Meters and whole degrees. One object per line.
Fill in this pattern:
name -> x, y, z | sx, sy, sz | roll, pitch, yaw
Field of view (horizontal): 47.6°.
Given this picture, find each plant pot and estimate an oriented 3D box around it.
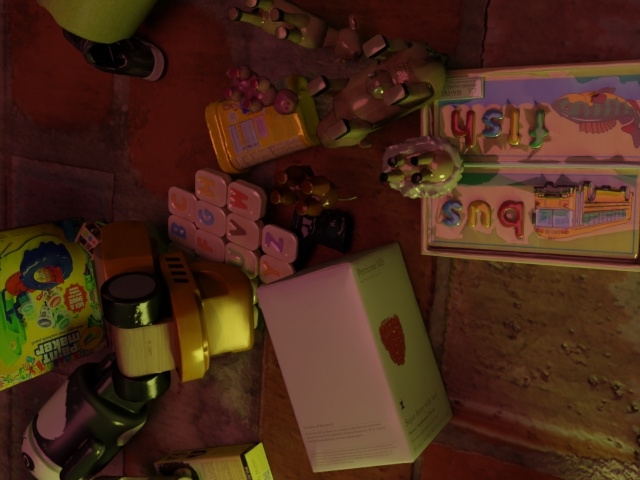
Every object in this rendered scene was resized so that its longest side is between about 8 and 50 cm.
plant pot -> -0.336, -0.471, 1.172 | 0.276, 0.276, 0.254 | 51, 128, 12

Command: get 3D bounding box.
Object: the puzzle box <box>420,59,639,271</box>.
puzzle box -> 0.331, -0.099, 0.973 | 0.409, 0.052, 0.272 | 3, 101, 29

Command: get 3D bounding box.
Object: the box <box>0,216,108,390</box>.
box -> -0.599, 0.118, 1.398 | 0.177, 0.290, 0.279 | -6, 97, 29

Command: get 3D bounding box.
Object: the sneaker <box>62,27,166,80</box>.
sneaker -> -0.394, -0.353, 1.299 | 0.234, 0.106, 0.078 | 29, 111, 22

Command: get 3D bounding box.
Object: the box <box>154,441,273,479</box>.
box -> -0.205, 0.441, 1.373 | 0.232, 0.058, 0.087 | -17, 92, 30

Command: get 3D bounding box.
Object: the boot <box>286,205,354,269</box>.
boot -> 0.000, 0.000, 1.184 | 0.099, 0.045, 0.121 | 14, 106, 23

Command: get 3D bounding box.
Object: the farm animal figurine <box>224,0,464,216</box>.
farm animal figurine -> 0.038, -0.208, 1.030 | 0.327, 0.172, 0.330 | -7, 94, 34

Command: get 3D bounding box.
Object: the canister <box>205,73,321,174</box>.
canister -> -0.091, -0.188, 1.181 | 0.170, 0.073, 0.126 | -14, 93, 29

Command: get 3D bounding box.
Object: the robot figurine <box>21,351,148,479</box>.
robot figurine -> -0.453, 0.349, 1.406 | 0.173, 0.209, 0.278 | 44, 99, 11

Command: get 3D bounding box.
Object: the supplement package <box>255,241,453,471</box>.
supplement package -> 0.056, 0.173, 1.106 | 0.175, 0.177, 0.292 | -17, 91, 31

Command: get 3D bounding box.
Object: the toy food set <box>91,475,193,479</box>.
toy food set -> -0.294, 0.571, 1.385 | 0.220, 0.092, 0.306 | -12, 115, 31

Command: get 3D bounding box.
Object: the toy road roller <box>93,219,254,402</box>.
toy road roller -> -0.251, 0.107, 1.248 | 0.329, 0.241, 0.202 | -127, 34, -56

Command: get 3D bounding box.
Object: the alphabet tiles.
alphabet tiles -> -0.161, 0.021, 1.251 | 0.278, 0.021, 0.284 | 23, 123, 26

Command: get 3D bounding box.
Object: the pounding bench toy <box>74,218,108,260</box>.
pounding bench toy -> -0.430, -0.016, 1.415 | 0.065, 0.052, 0.083 | 43, 117, 16
